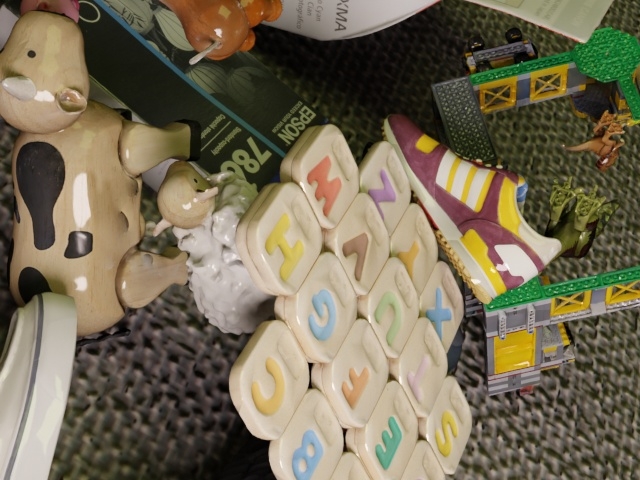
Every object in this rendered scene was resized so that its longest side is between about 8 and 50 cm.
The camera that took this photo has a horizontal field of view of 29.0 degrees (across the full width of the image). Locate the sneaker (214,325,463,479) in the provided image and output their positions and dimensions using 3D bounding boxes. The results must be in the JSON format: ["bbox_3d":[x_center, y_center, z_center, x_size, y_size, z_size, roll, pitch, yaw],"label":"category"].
[{"bbox_3d":[0.033,0.169,0.949,0.319,0.112,0.131,-39,106,-48],"label":"sneaker"}]

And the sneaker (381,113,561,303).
[{"bbox_3d":[0.119,-0.039,0.996,0.084,0.069,0.185,-30,65,0],"label":"sneaker"}]

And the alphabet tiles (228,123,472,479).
[{"bbox_3d":[0.034,0.068,0.857,0.284,0.021,0.278,64,37,-26],"label":"alphabet tiles"}]

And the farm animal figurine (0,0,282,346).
[{"bbox_3d":[-0.191,-0.077,0.874,0.172,0.330,0.327,-18,97,-56],"label":"farm animal figurine"}]

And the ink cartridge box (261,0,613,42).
[{"bbox_3d":[0.113,-0.282,1.244,0.385,0.091,0.308,20,40,16],"label":"ink cartridge box"}]

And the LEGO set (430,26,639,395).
[{"bbox_3d":[0.216,-0.013,1.119,0.255,0.192,0.331,-20,58,-4],"label":"LEGO set"}]

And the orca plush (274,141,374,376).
[{"bbox_3d":[0.000,0.000,1.005,0.102,0.151,0.287,34,42,-10],"label":"orca plush"}]

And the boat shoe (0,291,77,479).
[{"bbox_3d":[-0.217,0.148,0.757,0.088,0.096,0.267,18,68,-15],"label":"boat shoe"}]

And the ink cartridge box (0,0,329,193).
[{"bbox_3d":[-0.112,-0.114,1.080,0.333,0.065,0.165,40,42,-3],"label":"ink cartridge box"}]
